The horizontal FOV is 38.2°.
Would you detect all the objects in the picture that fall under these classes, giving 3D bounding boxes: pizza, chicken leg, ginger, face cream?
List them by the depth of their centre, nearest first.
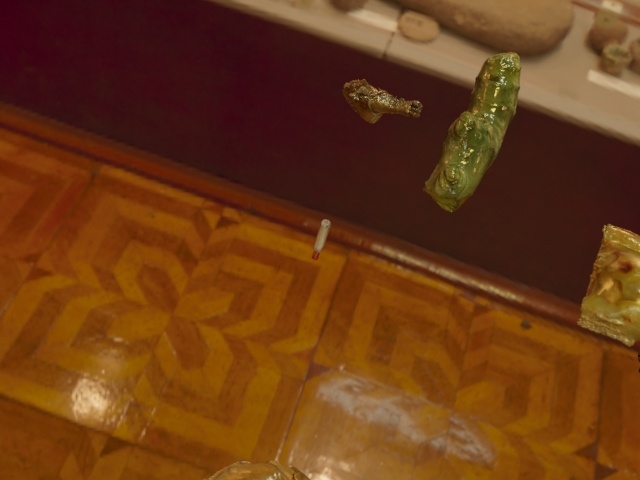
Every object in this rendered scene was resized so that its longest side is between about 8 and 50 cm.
[{"bbox_3d":[0.479,0.069,1.324,0.204,0.081,0.188,25,51,16],"label":"pizza"},{"bbox_3d":[0.246,-0.172,1.449,0.089,0.137,0.290,14,56,36],"label":"ginger"},{"bbox_3d":[0.000,0.000,1.864,0.021,0.083,0.040,19,22,3],"label":"face cream"},{"bbox_3d":[0.144,-0.330,2.234,0.196,0.125,0.080,23,78,-1],"label":"chicken leg"}]

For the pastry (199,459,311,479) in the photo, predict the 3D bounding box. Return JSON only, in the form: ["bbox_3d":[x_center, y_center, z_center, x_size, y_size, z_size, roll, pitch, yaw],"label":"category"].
[{"bbox_3d":[-0.103,0.506,1.478,0.284,0.184,0.316,-25,90,-24],"label":"pastry"}]

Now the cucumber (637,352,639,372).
[{"bbox_3d":[0.480,0.166,1.270,0.135,0.033,0.034,-1,7,-43],"label":"cucumber"}]
